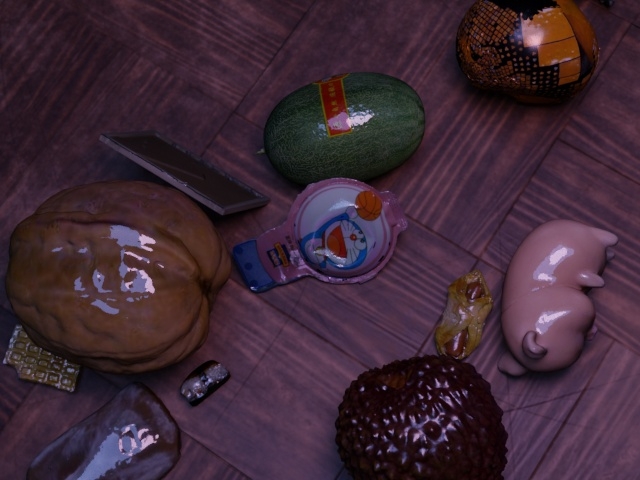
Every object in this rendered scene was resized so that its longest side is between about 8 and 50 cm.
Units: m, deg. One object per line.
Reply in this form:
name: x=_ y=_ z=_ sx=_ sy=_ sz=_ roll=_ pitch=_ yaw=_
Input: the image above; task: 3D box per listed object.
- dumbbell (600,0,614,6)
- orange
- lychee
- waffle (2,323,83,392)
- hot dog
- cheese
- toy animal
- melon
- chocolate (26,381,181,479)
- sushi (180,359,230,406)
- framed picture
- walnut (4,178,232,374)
dumbbell: x=0.539 y=-0.455 z=1.832 sx=0.254 sy=0.110 sz=0.110 roll=-18 pitch=72 yaw=7
orange: x=0.336 y=-0.313 z=1.733 sx=0.234 sy=0.234 sz=0.182 roll=22 pitch=94 yaw=12
lychee: x=0.159 y=0.300 z=1.576 sx=0.271 sy=0.271 sz=0.272 roll=-2 pitch=73 yaw=5
waffle: x=-0.455 y=0.194 z=1.773 sx=0.135 sy=0.021 sz=0.092 roll=11 pitch=75 yaw=9
hot dog: x=0.229 y=0.118 z=1.703 sx=0.078 sy=0.061 sz=0.169 roll=16 pitch=75 yaw=9
cheese: x=0.000 y=0.000 z=1.741 sx=0.285 sy=0.074 sz=0.189 roll=-20 pitch=106 yaw=10
toy animal: x=0.356 y=0.084 z=1.650 sx=0.154 sy=0.166 sz=0.250 roll=13 pitch=68 yaw=19
melon: x=0.029 y=-0.177 z=1.754 sx=0.287 sy=0.182 sz=0.182 roll=-16 pitch=72 yaw=1
chocolate: x=-0.345 y=0.342 z=1.684 sx=0.254 sy=0.080 sz=0.157 roll=-37 pitch=73 yaw=-6
sushi: x=-0.188 y=0.223 z=1.723 sx=0.083 sy=0.044 sz=0.046 roll=-38 pitch=74 yaw=-8
framed picture: x=-0.219 y=-0.116 z=1.768 sx=0.250 sy=0.184 sz=0.016 roll=30 pitch=106 yaw=13
walnut: x=-0.324 y=0.051 z=1.668 sx=0.343 sy=0.306 sz=0.306 roll=12 pitch=75 yaw=14
